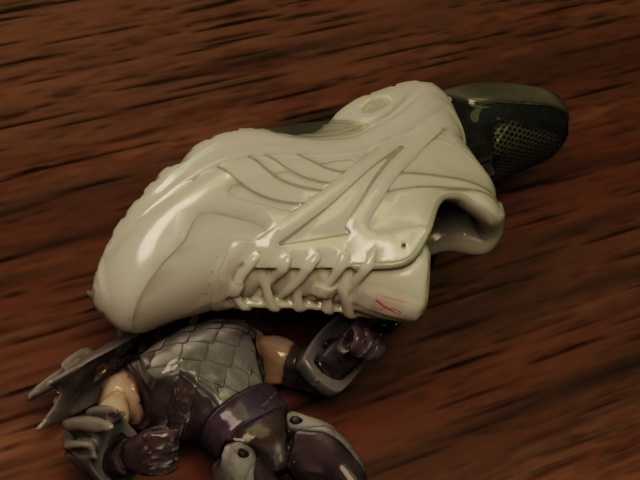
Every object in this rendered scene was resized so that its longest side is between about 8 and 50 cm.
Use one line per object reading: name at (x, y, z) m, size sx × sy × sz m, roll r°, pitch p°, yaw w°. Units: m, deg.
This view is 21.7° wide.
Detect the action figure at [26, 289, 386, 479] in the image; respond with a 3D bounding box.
action figure at (-0.023, 0.107, 0.834) m, size 0.185 × 0.099 × 0.285 m, roll -28°, pitch 62°, yaw -29°

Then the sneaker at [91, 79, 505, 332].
sneaker at (0.000, 0.000, 0.834) m, size 0.232 × 0.090 × 0.115 m, roll -25°, pitch 61°, yaw -26°

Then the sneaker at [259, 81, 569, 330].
sneaker at (0.060, -0.017, 0.971) m, size 0.227 × 0.087 × 0.130 m, roll -14°, pitch 60°, yaw -25°
